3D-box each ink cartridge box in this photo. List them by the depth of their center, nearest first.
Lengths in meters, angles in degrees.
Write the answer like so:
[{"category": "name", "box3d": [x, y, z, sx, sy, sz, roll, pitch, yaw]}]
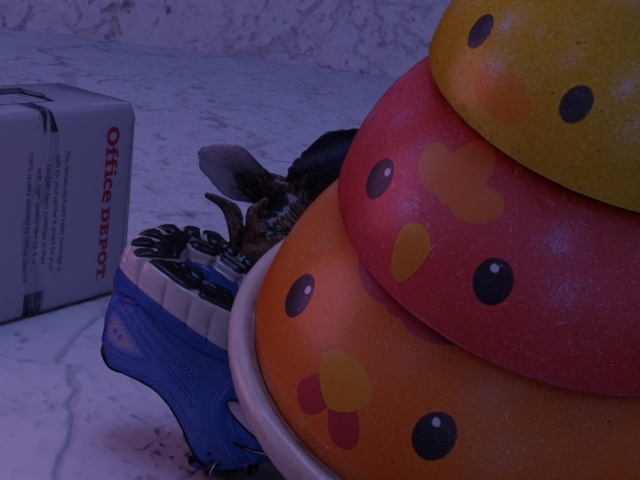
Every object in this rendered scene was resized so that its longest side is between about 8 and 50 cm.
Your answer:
[{"category": "ink cartridge box", "box3d": [-0.328, -0.035, 1.076, 0.121, 0.211, 0.289, 19, 19, 32]}]

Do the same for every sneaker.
[{"category": "sneaker", "box3d": [-0.025, 0.124, 0.873, 0.330, 0.147, 0.130, 31, 26, 2]}]

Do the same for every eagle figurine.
[{"category": "eagle figurine", "box3d": [0.026, -0.021, 1.222, 0.298, 0.225, 0.226, -24, 32, -29]}]

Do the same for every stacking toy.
[{"category": "stacking toy", "box3d": [0.151, -0.066, 0.642, 0.350, 0.480, 0.351, 10, 35, -7]}]
